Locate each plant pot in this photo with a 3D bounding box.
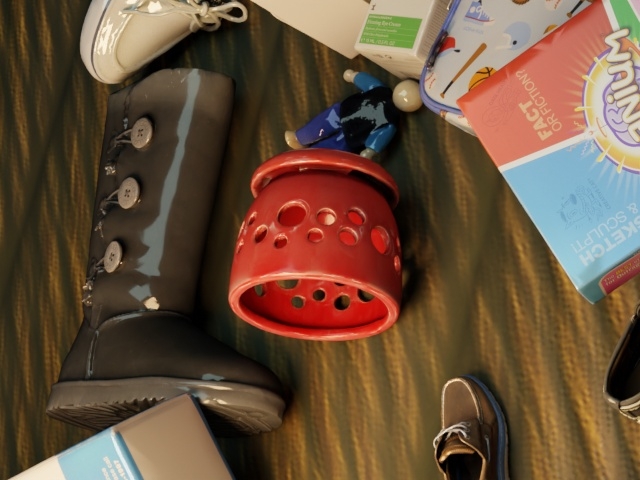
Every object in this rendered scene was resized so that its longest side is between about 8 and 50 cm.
[{"bbox_3d":[0.000,0.000,1.958,0.191,0.191,0.174,-13,61,38],"label":"plant pot"}]

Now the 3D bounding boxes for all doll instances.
[{"bbox_3d":[0.041,-0.143,2.078,0.189,0.046,0.129,-24,59,33],"label":"doll"}]

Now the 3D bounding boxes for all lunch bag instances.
[{"bbox_3d":[0.253,-0.208,1.870,0.303,0.115,0.243,24,88,43],"label":"lunch bag"}]

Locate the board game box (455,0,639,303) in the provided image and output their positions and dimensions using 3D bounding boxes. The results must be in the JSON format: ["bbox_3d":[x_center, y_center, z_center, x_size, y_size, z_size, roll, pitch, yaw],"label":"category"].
[{"bbox_3d":[0.323,-0.126,1.687,0.316,0.064,0.242,-36,64,11],"label":"board game box"}]

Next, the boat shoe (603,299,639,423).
[{"bbox_3d":[0.347,0.067,1.696,0.084,0.079,0.233,30,92,46],"label":"boat shoe"}]

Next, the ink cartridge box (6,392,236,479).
[{"bbox_3d":[-0.263,0.383,1.972,0.395,0.166,0.285,-28,87,30],"label":"ink cartridge box"}]

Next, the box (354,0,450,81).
[{"bbox_3d":[0.116,-0.234,2.010,0.101,0.102,0.087,13,80,45],"label":"box"}]

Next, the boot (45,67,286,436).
[{"bbox_3d":[-0.157,0.005,2.143,0.367,0.146,0.445,-3,66,39],"label":"boot"}]

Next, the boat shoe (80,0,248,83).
[{"bbox_3d":[-0.157,-0.332,2.288,0.367,0.136,0.156,-48,50,3],"label":"boat shoe"}]

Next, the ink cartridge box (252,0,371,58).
[{"bbox_3d":[0.053,-0.389,2.063,0.270,0.197,0.198,-33,54,27],"label":"ink cartridge box"}]

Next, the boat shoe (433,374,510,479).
[{"bbox_3d":[0.154,0.216,1.813,0.066,0.066,0.183,-32,54,28],"label":"boat shoe"}]

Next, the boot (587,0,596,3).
[{"bbox_3d":[0.264,-0.362,1.827,0.115,0.112,0.305,133,136,-55],"label":"boot"}]
